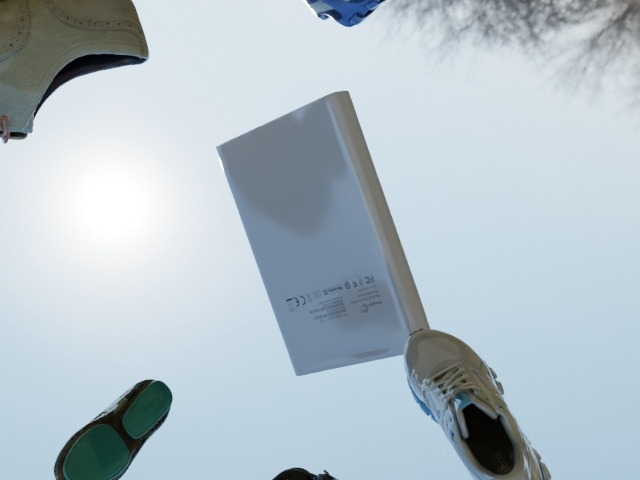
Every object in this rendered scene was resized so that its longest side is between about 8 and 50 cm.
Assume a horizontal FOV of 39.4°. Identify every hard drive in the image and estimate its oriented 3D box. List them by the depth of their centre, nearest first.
[{"bbox_3d":[0.000,0.000,1.077,0.040,0.203,0.307,-20,-89,-51],"label":"hard drive"}]

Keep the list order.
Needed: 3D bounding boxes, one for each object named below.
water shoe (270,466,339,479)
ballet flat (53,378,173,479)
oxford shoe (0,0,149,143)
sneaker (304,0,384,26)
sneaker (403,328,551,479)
[{"bbox_3d":[-0.003,0.139,0.409,0.073,0.203,0.080,9,-126,-38],"label":"water shoe"},{"bbox_3d":[-0.224,0.213,0.940,0.070,0.070,0.188,34,-151,11],"label":"ballet flat"},{"bbox_3d":[-0.342,-0.147,0.832,0.146,0.397,0.140,60,162,-9],"label":"oxford shoe"},{"bbox_3d":[0.037,-0.216,0.760,0.053,0.059,0.144,-43,-145,-24],"label":"sneaker"},{"bbox_3d":[0.120,0.132,0.717,0.190,0.071,0.083,55,179,43],"label":"sneaker"}]
